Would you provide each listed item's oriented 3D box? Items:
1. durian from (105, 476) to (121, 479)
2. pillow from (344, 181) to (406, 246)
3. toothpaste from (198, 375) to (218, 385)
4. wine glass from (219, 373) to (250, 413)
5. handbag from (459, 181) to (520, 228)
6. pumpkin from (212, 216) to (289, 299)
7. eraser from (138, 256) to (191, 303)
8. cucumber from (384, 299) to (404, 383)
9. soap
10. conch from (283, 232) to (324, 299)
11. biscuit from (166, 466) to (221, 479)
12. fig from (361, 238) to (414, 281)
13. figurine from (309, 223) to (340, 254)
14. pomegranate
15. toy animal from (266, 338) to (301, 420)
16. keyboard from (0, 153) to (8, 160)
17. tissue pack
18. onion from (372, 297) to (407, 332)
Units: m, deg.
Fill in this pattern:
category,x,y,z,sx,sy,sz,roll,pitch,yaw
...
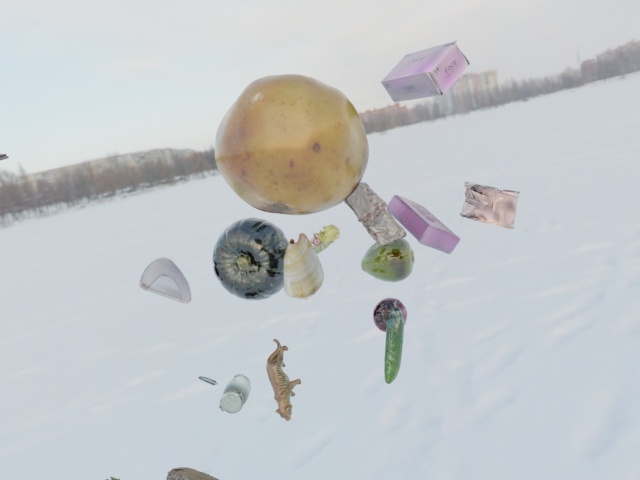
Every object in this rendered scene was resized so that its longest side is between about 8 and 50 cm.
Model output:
category,x,y,z,sx,sy,sz,roll,pitch,yaw
durian,-0.649,0.855,1.591,0.351,0.169,0.158,-16,27,51
pillow,0.176,-0.094,1.687,0.135,0.248,0.049,-24,-25,-32
toothpaste,-0.431,0.539,1.954,0.027,0.083,0.019,-38,32,45
wine glass,-0.366,0.666,2.216,0.111,0.111,0.204,-12,7,6
handbag,0.531,-0.114,1.598,0.179,0.117,0.205,10,11,-3
pumpkin,-0.261,0.071,1.967,0.322,0.324,0.241,-9,3,20
eraser,-0.613,0.149,2.004,0.204,0.059,0.243,25,19,-27
cucumber,0.222,0.303,1.513,0.055,0.251,0.056,5,2,0
soap,0.382,-0.062,1.908,0.181,0.081,0.259,19,21,-32
conch,-0.054,0.107,1.696,0.158,0.255,0.127,-30,49,-20
biscuit,-0.457,0.980,2.003,0.317,0.040,0.318,23,-9,4
fig,0.299,0.083,2.233,0.229,0.208,0.207,-3,9,-10
figurine,0.000,0.000,1.881,0.187,0.083,0.083,-29,3,24
pomegranate,-0.072,-0.259,1.375,0.415,0.418,0.417,-13,10,2
toy animal,-0.115,0.420,1.546,0.056,0.242,0.099,-23,-9,33
keyboard,-0.893,-0.218,1.315,0.165,0.017,0.055,6,25,17
tissue pack,0.322,-0.525,1.600,0.149,0.092,0.246,-50,28,-14
onion,0.217,0.235,1.611,0.115,0.115,0.104,-8,-19,28
